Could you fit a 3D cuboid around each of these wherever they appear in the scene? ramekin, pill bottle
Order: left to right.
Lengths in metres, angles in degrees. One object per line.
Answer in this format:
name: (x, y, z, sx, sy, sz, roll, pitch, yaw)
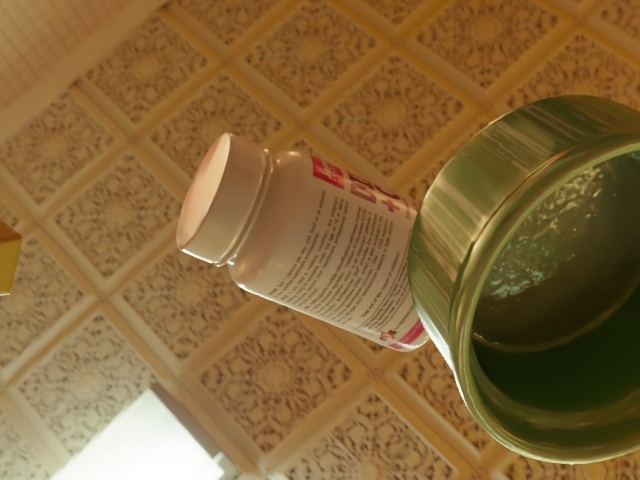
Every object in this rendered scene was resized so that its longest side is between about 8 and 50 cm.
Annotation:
pill bottle: (0.000, 0.000, 1.321, 0.283, 0.160, 0.160, 23, -118, -19)
ramekin: (0.222, 0.024, 1.045, 0.303, 0.303, 0.148, -34, -146, -3)

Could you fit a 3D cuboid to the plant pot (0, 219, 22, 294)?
plant pot: (-0.407, 0.018, 1.416, 0.081, 0.083, 0.081, 32, -63, 28)
